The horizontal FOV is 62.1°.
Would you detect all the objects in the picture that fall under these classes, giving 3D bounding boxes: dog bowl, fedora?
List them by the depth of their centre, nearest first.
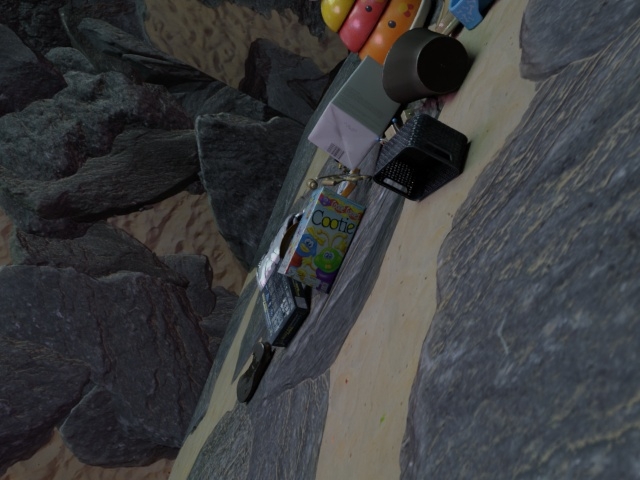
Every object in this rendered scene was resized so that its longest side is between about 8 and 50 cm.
[{"bbox_3d":[0.411,-0.641,1.271,0.297,0.074,0.165,-36,30,65],"label":"dog bowl"},{"bbox_3d":[-0.052,0.025,1.829,0.079,0.194,0.194,27,92,40],"label":"fedora"}]

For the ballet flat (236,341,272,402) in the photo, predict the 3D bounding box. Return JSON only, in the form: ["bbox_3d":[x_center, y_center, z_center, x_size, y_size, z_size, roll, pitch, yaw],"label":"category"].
[{"bbox_3d":[-0.228,0.461,1.859,0.084,0.058,0.249,35,109,42],"label":"ballet flat"}]

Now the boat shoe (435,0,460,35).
[{"bbox_3d":[0.378,-0.721,1.486,0.341,0.110,0.122,-68,12,-14],"label":"boat shoe"}]

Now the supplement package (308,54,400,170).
[{"bbox_3d":[0.124,-0.394,1.636,0.293,0.178,0.175,-58,4,-37],"label":"supplement package"}]

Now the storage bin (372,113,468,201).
[{"bbox_3d":[0.200,-0.165,1.091,0.180,0.122,0.084,-40,28,64],"label":"storage bin"}]

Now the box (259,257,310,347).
[{"bbox_3d":[-0.122,0.201,1.735,0.183,0.059,0.232,-58,33,29],"label":"box"}]

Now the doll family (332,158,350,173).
[{"bbox_3d":[0.093,-0.330,1.943,0.111,0.076,0.192,169,114,-74],"label":"doll family"}]

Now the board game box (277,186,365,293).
[{"bbox_3d":[0.000,0.000,1.576,0.275,0.142,0.144,-66,11,-5],"label":"board game box"}]

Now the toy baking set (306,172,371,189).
[{"bbox_3d":[0.050,-0.187,1.683,0.256,0.197,0.030,-137,41,-75],"label":"toy baking set"}]

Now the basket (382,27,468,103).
[{"bbox_3d":[0.263,-0.434,1.324,0.204,0.154,0.227,-63,15,13],"label":"basket"}]

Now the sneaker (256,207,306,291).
[{"bbox_3d":[-0.137,0.036,2.104,0.365,0.137,0.210,-67,9,-27],"label":"sneaker"}]

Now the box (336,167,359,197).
[{"bbox_3d":[0.090,-0.186,1.852,0.136,0.028,0.081,127,164,-52],"label":"box"}]

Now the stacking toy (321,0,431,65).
[{"bbox_3d":[0.121,-0.833,1.928,0.350,0.480,0.350,-60,13,23],"label":"stacking toy"}]

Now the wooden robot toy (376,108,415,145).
[{"bbox_3d":[0.220,-0.277,1.437,0.173,0.076,0.079,-45,58,58],"label":"wooden robot toy"}]
